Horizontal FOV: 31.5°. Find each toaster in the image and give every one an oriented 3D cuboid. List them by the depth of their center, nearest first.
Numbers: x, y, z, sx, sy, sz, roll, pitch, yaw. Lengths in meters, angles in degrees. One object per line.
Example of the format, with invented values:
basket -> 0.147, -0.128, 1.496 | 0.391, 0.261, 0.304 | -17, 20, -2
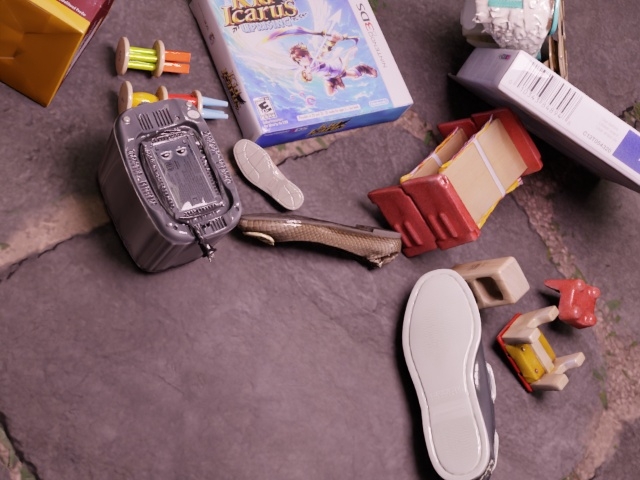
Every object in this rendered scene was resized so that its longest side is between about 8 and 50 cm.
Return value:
toaster -> -0.193, -0.057, 1.442 | 0.129, 0.146, 0.227 | -20, 77, -32

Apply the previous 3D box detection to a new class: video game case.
video game case -> -0.026, -0.275, 1.679 | 0.269, 0.061, 0.244 | -15, 74, -31

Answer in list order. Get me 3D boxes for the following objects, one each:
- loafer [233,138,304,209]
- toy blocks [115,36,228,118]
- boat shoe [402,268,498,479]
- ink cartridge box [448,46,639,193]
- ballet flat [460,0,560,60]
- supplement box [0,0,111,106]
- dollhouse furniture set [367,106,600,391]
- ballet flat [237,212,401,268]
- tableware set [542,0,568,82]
loafer -> -0.074, -0.089, 1.589 | 0.045, 0.039, 0.125 | -45, 89, -1
toy blocks -> -0.203, -0.216, 1.565 | 0.148, 0.054, 0.123 | 4, 67, -26
boat shoe -> 0.180, 0.191, 1.559 | 0.114, 0.091, 0.302 | -8, 66, 17
ink cartridge box -> 0.366, -0.178, 1.692 | 0.324, 0.330, 0.071 | 32, 98, -11
ballet flat -> 0.278, -0.343, 1.722 | 0.147, 0.409, 0.147 | 0, 91, 6
supplement box -> -0.341, -0.316, 1.457 | 0.129, 0.191, 0.194 | 31, 57, -12
dollhouse furniture set -> 0.261, 0.018, 1.666 | 0.201, 0.152, 0.374 | -42, 107, -35
ballet flat -> 0.000, 0.000, 1.567 | 0.250, 0.084, 0.058 | 7, 96, -27
tableware set -> 0.389, -0.354, 1.912 | 0.039, 0.128, 0.194 | -5, 67, 16
